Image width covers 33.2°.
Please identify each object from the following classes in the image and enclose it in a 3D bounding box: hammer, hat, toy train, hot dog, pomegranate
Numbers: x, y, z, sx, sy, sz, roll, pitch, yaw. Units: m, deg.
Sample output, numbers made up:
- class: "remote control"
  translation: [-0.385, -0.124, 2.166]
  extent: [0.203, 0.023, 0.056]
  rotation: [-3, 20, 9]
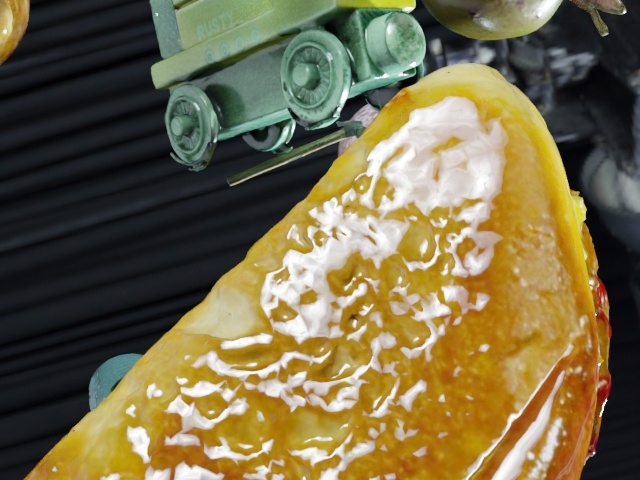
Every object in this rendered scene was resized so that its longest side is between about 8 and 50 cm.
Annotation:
- class: "hammer"
  translation: [-0.031, -0.108, 1.320]
  extent: [0.062, 0.182, 0.017]
  rotation: [-117, -175, -68]
- class: "hat"
  translation: [-0.252, 0.250, 1.507]
  extent: [0.191, 0.138, 0.078]
  rotation: [58, -44, 38]
- class: "toy train"
  translation: [-0.052, -0.227, 1.170]
  extent: [0.397, 0.160, 0.253]
  rotation: [-12, -88, 48]
- class: "hot dog"
  translation: [0.026, 0.102, 0.608]
  extent: [0.223, 0.405, 0.185]
  rotation: [41, -12, 11]
- class: "pomegranate"
  translation: [0.302, -0.438, 1.626]
  extent: [0.291, 0.323, 0.290]
  rotation: [-171, -90, -70]

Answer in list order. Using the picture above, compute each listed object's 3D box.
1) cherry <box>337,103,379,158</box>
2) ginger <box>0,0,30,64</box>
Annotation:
- class: "cherry"
  translation: [0.142, -0.120, 1.722]
  extent: [0.285, 0.236, 0.212]
  rotation: [-79, -177, -61]
- class: "ginger"
  translation: [-0.453, -0.229, 1.002]
  extent: [0.418, 0.254, 0.176]
  rotation: [-4, 102, -55]
